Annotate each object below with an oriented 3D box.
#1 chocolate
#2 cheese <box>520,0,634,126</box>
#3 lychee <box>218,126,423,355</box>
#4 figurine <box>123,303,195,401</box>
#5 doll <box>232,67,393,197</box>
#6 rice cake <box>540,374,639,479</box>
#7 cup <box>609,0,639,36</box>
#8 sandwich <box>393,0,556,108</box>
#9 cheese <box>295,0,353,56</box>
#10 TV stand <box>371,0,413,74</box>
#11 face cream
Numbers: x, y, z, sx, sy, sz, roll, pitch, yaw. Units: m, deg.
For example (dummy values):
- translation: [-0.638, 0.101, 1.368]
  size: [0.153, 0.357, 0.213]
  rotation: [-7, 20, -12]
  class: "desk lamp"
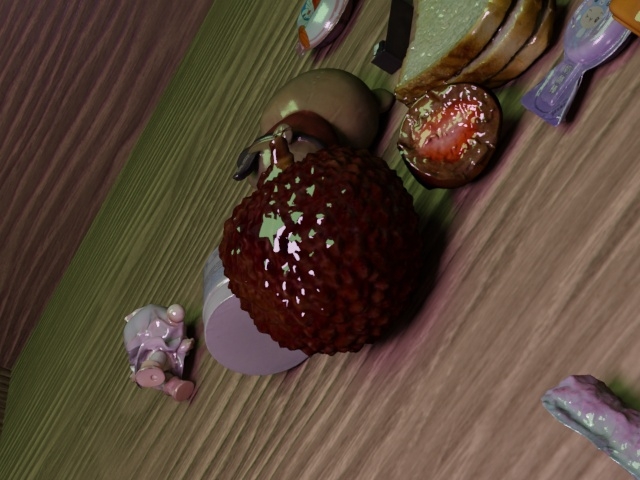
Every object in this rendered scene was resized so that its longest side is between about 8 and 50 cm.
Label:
- translation: [0.170, -0.135, 0.985]
  size: [0.133, 0.124, 0.127]
  rotation: [-28, 22, 22]
  class: "chocolate"
- translation: [0.306, -0.222, 0.893]
  size: [0.190, 0.042, 0.105]
  rotation: [-59, 24, 16]
  class: "cheese"
- translation: [0.000, 0.000, 1.007]
  size: [0.264, 0.264, 0.300]
  rotation: [-32, 79, 49]
  class: "lychee"
- translation: [-0.330, 0.224, 1.587]
  size: [0.276, 0.133, 0.200]
  rotation: [-126, 48, -63]
  class: "figurine"
- translation: [-0.023, -0.158, 1.246]
  size: [0.235, 0.174, 0.330]
  rotation: [3, 42, 20]
  class: "doll"
- translation: [0.264, 0.177, 0.564]
  size: [0.290, 0.081, 0.051]
  rotation: [-132, 57, -63]
  class: "rice cake"
- translation: [0.394, -0.265, 0.657]
  size: [0.226, 0.182, 0.264]
  rotation: [47, 120, 30]
  class: "cup"
- translation: [0.221, -0.333, 1.090]
  size: [0.254, 0.100, 0.288]
  rotation: [-33, 39, 58]
  class: "sandwich"
- translation: [0.033, -0.508, 1.641]
  size: [0.286, 0.074, 0.189]
  rotation: [-51, 30, 24]
  class: "cheese"
- translation: [0.134, -0.410, 1.387]
  size: [0.040, 0.049, 0.256]
  rotation: [-32, 40, 50]
  class: "TV stand"
- translation: [-0.092, 0.094, 1.204]
  size: [0.177, 0.177, 0.153]
  rotation: [-52, 26, 24]
  class: "face cream"
